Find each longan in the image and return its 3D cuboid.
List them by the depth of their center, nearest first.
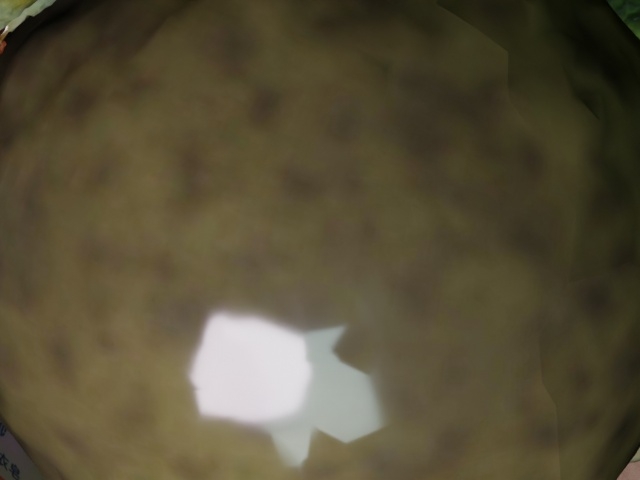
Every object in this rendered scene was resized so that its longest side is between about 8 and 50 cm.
[{"bbox_3d":[0.000,0.000,1.016,0.391,0.391,0.391,0,128,1],"label":"longan"}]

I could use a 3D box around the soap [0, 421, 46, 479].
[{"bbox_3d":[-0.270,0.154,1.255,0.138,0.182,0.199,-27,123,18],"label":"soap"}]

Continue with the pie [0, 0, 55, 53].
[{"bbox_3d":[-0.156,-0.195,0.826,0.257,0.105,0.274,-46,154,-5],"label":"pie"}]

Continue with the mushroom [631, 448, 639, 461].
[{"bbox_3d":[0.159,0.078,1.218,0.166,0.166,0.127,3,87,-1],"label":"mushroom"}]

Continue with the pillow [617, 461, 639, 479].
[{"bbox_3d":[0.241,0.208,1.351,0.236,0.084,0.223,-38,117,24],"label":"pillow"}]
